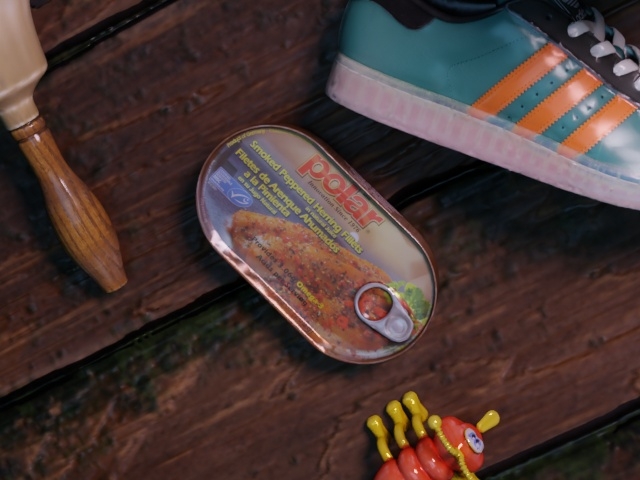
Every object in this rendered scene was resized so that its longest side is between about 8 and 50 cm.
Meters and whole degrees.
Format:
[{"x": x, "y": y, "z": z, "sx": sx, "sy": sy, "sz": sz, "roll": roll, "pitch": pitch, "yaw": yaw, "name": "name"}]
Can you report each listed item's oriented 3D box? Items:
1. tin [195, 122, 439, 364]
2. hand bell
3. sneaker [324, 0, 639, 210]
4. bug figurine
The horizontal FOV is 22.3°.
[{"x": 0.000, "y": 0.000, "z": 1.110, "sx": 0.189, "sy": 0.040, "sz": 0.106, "roll": 45, "pitch": 110, "yaw": 0, "name": "tin"}, {"x": -0.198, "y": -0.070, "z": 1.117, "sx": 0.126, "sy": 0.126, "sz": 0.242, "roll": -21, "pitch": 109, "yaw": 15, "name": "hand bell"}, {"x": 0.156, "y": -0.103, "z": 1.020, "sx": 0.302, "sy": 0.108, "sz": 0.121, "roll": 18, "pitch": 108, "yaw": 9, "name": "sneaker"}, {"x": 0.096, "y": 0.255, "z": 1.121, "sx": 0.216, "sy": 0.072, "sz": 0.279, "roll": -39, "pitch": 92, "yaw": 16, "name": "bug figurine"}]
